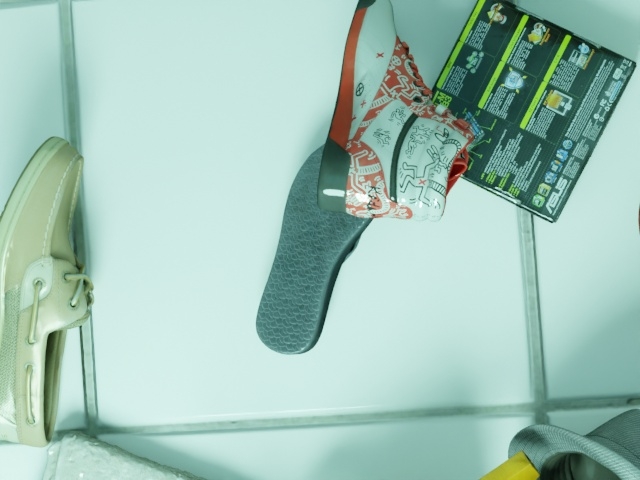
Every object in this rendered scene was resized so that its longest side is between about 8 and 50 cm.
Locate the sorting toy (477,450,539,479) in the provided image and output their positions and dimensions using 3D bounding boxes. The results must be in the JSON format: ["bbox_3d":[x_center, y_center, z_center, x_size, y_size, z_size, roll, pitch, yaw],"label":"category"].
[{"bbox_3d":[0.102,0.327,1.209,0.307,0.229,0.041,-35,46,5],"label":"sorting toy"}]

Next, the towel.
[{"bbox_3d":[-0.190,0.337,1.308,0.282,0.049,0.187,18,92,7],"label":"towel"}]

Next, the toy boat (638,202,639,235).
[{"bbox_3d":[0.435,-0.015,1.178,0.231,0.151,0.151,13,90,8],"label":"toy boat"}]

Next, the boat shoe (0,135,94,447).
[{"bbox_3d":[-0.300,0.058,1.299,0.110,0.121,0.341,16,101,3],"label":"boat shoe"}]

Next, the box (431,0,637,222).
[{"bbox_3d":[0.211,-0.141,1.266,0.184,0.045,0.191,27,93,10],"label":"box"}]

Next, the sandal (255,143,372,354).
[{"bbox_3d":[-0.001,0.000,1.291,0.097,0.054,0.255,26,95,17],"label":"sandal"}]

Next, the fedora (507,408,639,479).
[{"bbox_3d":[0.328,0.266,1.178,0.124,0.244,0.275,-32,74,-24],"label":"fedora"}]

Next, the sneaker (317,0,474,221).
[{"bbox_3d":[0.088,-0.138,1.229,0.145,0.090,0.270,9,61,4],"label":"sneaker"}]
